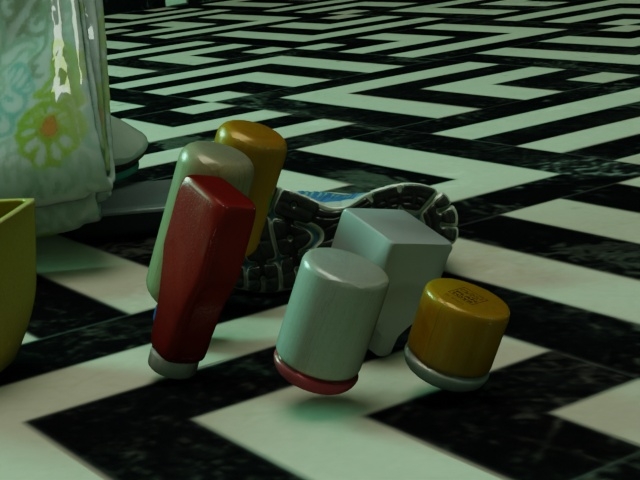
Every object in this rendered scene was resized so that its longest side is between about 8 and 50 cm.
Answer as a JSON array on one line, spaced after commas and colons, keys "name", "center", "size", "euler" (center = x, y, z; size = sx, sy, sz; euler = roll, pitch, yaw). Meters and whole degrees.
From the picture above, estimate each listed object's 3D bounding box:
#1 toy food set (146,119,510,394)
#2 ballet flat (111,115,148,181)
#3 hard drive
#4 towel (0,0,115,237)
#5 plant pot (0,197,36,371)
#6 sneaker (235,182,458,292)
[{"name": "toy food set", "center": [-0.019, 0.029, 0.672], "size": [0.111, 0.104, 0.232], "euler": [0, 26, -40]}, {"name": "ballet flat", "center": [-0.331, -0.075, 1.003], "size": [0.400, 0.139, 0.139], "euler": [-11, 15, -7]}, {"name": "hard drive", "center": [-0.104, -0.026, 0.995], "size": [0.135, 0.022, 0.094], "euler": [-5, 15, 1]}, {"name": "towel", "center": [-0.325, -0.139, 0.925], "size": [0.375, 0.320, 0.090], "euler": [-8, -26, -1]}, {"name": "plant pot", "center": [-0.187, 0.030, 0.685], "size": [0.082, 0.083, 0.081], "euler": [-4, 15, 10]}, {"name": "sneaker", "center": [0.000, 0.000, 0.821], "size": [0.162, 0.063, 0.073], "euler": [0, -3, 4]}]
